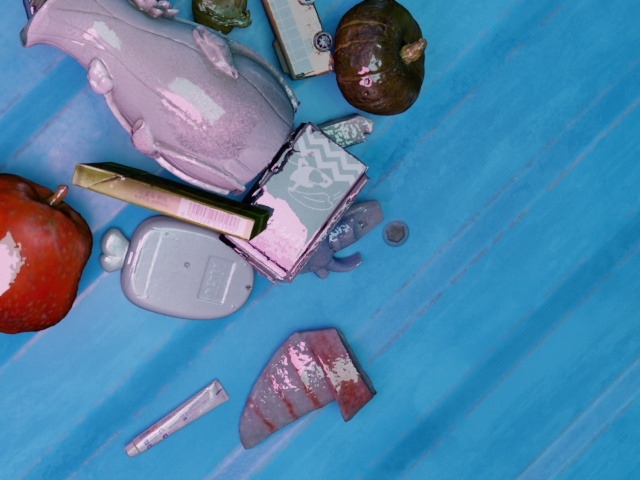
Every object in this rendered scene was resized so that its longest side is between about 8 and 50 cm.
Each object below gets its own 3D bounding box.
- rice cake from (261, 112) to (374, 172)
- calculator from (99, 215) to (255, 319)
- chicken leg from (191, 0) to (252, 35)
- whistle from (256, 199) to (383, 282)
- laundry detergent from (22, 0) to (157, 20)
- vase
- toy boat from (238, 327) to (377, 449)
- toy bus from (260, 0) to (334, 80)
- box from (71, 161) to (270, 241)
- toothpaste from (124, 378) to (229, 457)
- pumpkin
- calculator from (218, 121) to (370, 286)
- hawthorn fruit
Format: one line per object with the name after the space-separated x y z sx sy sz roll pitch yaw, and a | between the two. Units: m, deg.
-0.060 -0.169 1.737 0.336 0.066 0.063 -17 106 -11 | rice cake
-0.265 0.052 1.740 0.295 0.042 0.184 15 96 -17 | calculator
-0.180 -0.391 1.658 0.103 0.088 0.228 -1 110 -29 | chicken leg
0.000 0.000 1.770 0.269 0.093 0.180 -27 129 -8 | whistle
-0.360 -0.433 1.599 0.290 0.094 0.143 -15 103 -10 | laundry detergent
-0.263 -0.272 1.524 0.445 0.250 0.250 36 91 -24 | vase
-0.052 0.298 1.830 0.282 0.096 0.206 -31 100 6 | toy boat
-0.041 -0.376 1.688 0.103 0.091 0.182 -22 103 -3 | toy bus
-0.249 -0.072 1.606 0.311 0.173 0.043 18 97 4 | box
-0.277 0.346 1.799 0.218 0.033 0.052 -33 110 -9 | toothpaste
0.120 -0.329 1.679 0.162 0.219 0.219 -6 105 28 | pumpkin
-0.047 -0.065 1.692 0.165 0.028 0.274 38 97 1 | calculator
-0.515 0.019 1.561 0.275 0.275 0.300 38 98 -17 | hawthorn fruit
